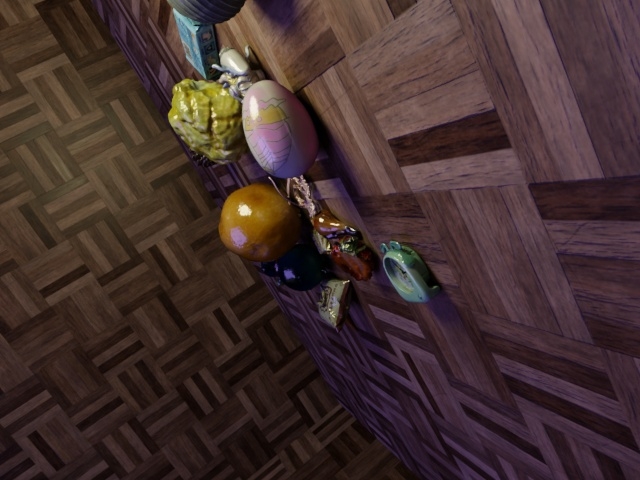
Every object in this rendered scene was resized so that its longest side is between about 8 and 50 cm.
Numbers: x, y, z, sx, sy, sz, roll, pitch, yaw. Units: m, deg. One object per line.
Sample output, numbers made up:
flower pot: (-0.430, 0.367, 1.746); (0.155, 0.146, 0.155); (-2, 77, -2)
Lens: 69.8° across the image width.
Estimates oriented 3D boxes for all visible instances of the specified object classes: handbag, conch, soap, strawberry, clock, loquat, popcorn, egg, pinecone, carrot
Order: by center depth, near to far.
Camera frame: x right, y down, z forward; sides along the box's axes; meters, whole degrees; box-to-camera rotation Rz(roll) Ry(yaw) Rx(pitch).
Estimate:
clock: (0.233, 0.080, 1.241); (0.188, 0.060, 0.148); (58, 164, -6)
egg: (-0.114, -0.303, 1.262); (0.196, 0.196, 0.271); (24, 142, 61)
strawberry: (0.113, 0.049, 1.470); (0.192, 0.085, 0.140); (35, 147, -15)
conch: (0.033, -0.044, 1.531); (0.232, 0.080, 0.086); (40, 165, 40)
soap: (-0.425, -0.691, 1.598); (0.156, 0.077, 0.293); (51, 163, 13)
popcorn: (-0.398, -0.418, 1.675); (0.334, 0.293, 0.292); (38, 126, 42)
loquat: (-0.235, -0.069, 1.804); (0.328, 0.328, 0.328); (49, 162, 22)
handbag: (0.058, 0.249, 1.905); (0.235, 0.127, 0.213); (-165, 82, -72)
carrot: (0.129, 0.367, 2.111); (0.142, 0.035, 0.035); (53, 164, -16)
pinecone: (-0.555, -0.462, 2.227); (0.205, 0.179, 0.184); (65, 149, 8)

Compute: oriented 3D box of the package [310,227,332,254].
package: (0.001, 0.002, 1.788); (0.121, 0.031, 0.108); (63, 162, -4)

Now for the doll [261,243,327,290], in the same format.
doll: (-0.115, 0.110, 1.926); (0.322, 0.186, 0.198); (3, 118, 29)

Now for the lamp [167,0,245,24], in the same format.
lamp: (-0.272, -0.636, 1.045); (0.233, 0.233, 0.265); (95, 153, -64)

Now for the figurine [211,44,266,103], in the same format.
figurine: (-0.241, -0.496, 1.389); (0.184, 0.128, 0.208); (58, 171, -15)

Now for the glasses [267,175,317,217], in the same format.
glasses: (-0.087, -0.168, 1.612); (0.162, 0.095, 0.255); (37, 158, 36)
